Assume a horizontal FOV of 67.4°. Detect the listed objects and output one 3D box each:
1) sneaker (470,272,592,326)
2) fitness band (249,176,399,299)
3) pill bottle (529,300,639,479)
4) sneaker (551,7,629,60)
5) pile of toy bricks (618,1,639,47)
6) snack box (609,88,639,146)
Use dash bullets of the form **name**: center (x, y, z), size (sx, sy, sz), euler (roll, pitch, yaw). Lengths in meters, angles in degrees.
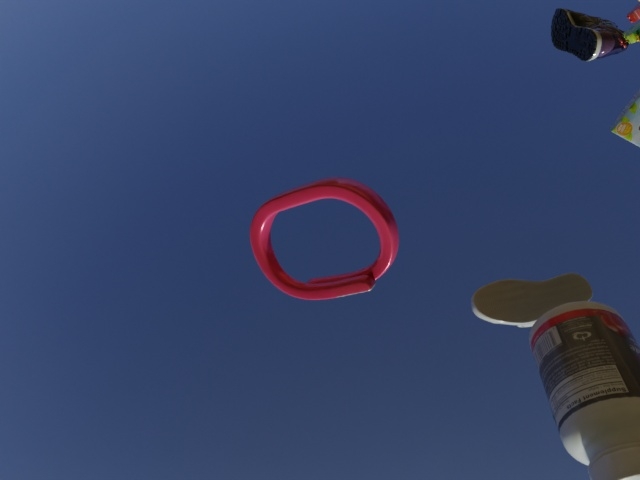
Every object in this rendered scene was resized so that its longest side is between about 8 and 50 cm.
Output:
- **sneaker**: center (0.456, 0.161, 1.111), size (0.293, 0.169, 0.108), euler (-4, -118, -15)
- **fitness band**: center (0.000, 0.000, 0.855), size (0.291, 0.054, 0.209), euler (-14, -75, 35)
- **pill bottle**: center (0.487, 0.273, 0.820), size (0.176, 0.176, 0.318), euler (-9, -143, 12)
- **sneaker**: center (0.778, -0.599, 1.393), size (0.124, 0.107, 0.283), euler (-7, -137, -1)
- **pile of toy bricks**: center (0.551, -0.364, 0.795), size (0.105, 0.212, 0.118), euler (-36, -81, 35)
- **snack box**: center (0.911, -0.339, 1.263), size (0.174, 0.070, 0.207), euler (34, -61, 10)
